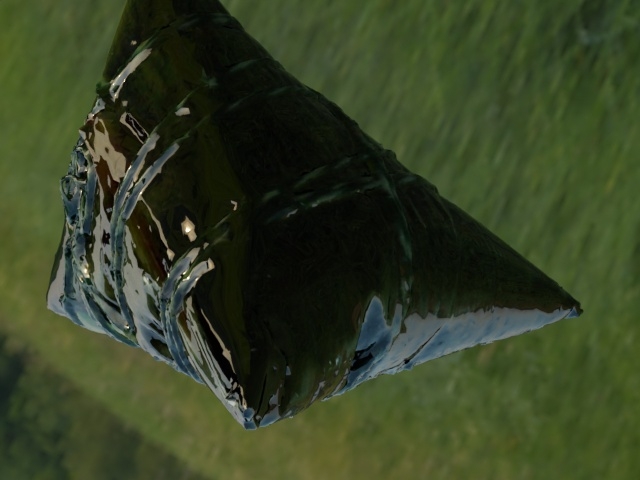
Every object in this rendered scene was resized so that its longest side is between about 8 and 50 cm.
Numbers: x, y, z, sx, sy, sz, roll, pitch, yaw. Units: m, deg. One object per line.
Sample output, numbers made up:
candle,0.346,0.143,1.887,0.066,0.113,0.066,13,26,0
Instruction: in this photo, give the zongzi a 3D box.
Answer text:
zongzi,0.000,0.000,1.391,0.362,0.319,0.383,0,-149,-37
